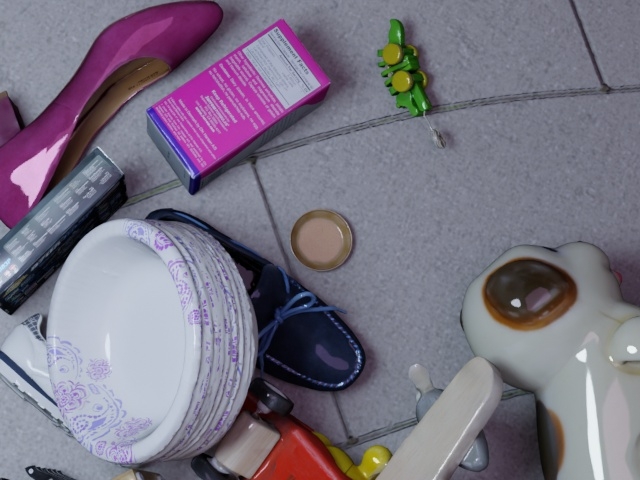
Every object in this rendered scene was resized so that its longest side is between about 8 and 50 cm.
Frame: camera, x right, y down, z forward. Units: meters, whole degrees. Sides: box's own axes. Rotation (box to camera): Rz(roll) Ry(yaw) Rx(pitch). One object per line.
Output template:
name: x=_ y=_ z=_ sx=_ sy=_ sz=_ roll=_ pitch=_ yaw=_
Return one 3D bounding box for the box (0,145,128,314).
box: x=-0.333 y=-0.008 z=1.717 sx=0.051 sy=0.175 sz=0.220 roll=44 pitch=80 yaw=2

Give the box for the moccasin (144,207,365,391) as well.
moccasin: x=-0.095 y=0.084 z=1.760 sx=0.342 sy=0.117 sz=0.137 roll=31 pitch=79 yaw=-1

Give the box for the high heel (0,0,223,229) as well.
high heel: x=-0.265 y=-0.158 z=1.769 sx=0.377 sy=0.127 sz=0.181 roll=-30 pitch=72 yaw=4

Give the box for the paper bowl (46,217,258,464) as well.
paper bowl: x=-0.185 y=0.117 z=1.632 sx=0.148 sy=0.284 sz=0.284 roll=3 pitch=78 yaw=-45

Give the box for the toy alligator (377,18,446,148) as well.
toy alligator: x=0.115 y=-0.204 z=1.866 sx=0.051 sy=0.056 sz=0.189 roll=-22 pitch=84 yaw=33

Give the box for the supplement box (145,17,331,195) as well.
supplement box: x=-0.108 y=-0.173 z=1.801 sx=0.220 sy=0.111 sz=0.114 roll=-34 pitch=86 yaw=-11

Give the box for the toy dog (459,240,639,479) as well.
toy dog: x=0.340 y=0.187 z=1.735 sx=0.395 sy=0.284 sz=0.408 roll=-32 pitch=82 yaw=-3

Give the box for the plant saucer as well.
plant saucer: x=0.000 y=0.000 z=1.836 sx=0.083 sy=0.015 sz=0.083 roll=1 pitch=82 yaw=-7

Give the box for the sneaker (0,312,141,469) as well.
sneaker: x=-0.303 y=0.193 z=1.739 sx=0.235 sy=0.090 sz=0.095 roll=41 pitch=70 yaw=-1

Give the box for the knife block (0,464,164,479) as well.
knife block: x=-0.283 y=0.388 z=1.664 sx=0.242 sy=0.088 sz=0.275 roll=-30 pitch=70 yaw=9

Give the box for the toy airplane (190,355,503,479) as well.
toy airplane: x=0.054 y=0.345 z=1.660 sx=0.386 sy=0.272 sz=0.384 roll=-12 pitch=67 yaw=24
